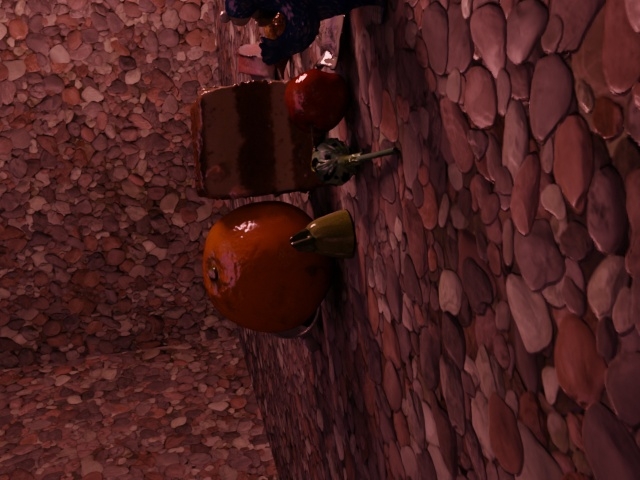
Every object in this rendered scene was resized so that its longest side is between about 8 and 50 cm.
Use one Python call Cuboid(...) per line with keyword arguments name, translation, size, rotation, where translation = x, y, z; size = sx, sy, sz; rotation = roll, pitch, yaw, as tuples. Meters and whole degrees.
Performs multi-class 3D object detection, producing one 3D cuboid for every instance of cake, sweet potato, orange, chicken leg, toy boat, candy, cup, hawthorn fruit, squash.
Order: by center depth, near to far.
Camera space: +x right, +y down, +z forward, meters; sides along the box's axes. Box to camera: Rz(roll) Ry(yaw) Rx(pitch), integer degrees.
Cuboid(name="candy", translation=(0.061, -0.149, 1.266), size=(0.091, 0.083, 0.305), rotation=(55, 164, -12))
Cuboid(name="hawthorn fruit", translation=(-0.010, -0.261, 1.360), size=(0.125, 0.140, 0.125), rotation=(25, 142, 21))
Cuboid(name="squash", translation=(-0.005, -0.006, 1.469), size=(0.105, 0.132, 0.105), rotation=(173, 90, -75))
Cuboid(name="orange", translation=(-0.120, 0.059, 1.645), size=(0.312, 0.312, 0.312), rotation=(173, 90, -77))
Cuboid(name="cake", translation=(-0.150, -0.231, 1.662), size=(0.255, 0.290, 0.282), rotation=(-178, 85, -76))
Cuboid(name="chicken leg", translation=(-0.101, -0.541, 1.739), size=(0.251, 0.087, 0.107), rotation=(-105, 6, -52))
Cuboid(name="sweet potato", translation=(-0.101, -0.469, 1.853), size=(0.049, 0.049, 0.117), rotation=(-114, 15, -54))
Cuboid(name="cup", translation=(-0.096, 0.195, 1.914), size=(0.202, 0.166, 0.221), rotation=(168, 97, -80))
Cuboid(name="toy boat", translation=(-0.168, -0.429, 2.125), size=(0.206, 0.096, 0.282), rotation=(41, 147, 51))

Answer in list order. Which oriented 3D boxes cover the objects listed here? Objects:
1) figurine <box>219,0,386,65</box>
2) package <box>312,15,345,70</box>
Cuboid(name="figurine", translation=(-0.026, -0.383, 1.111), size=(0.164, 0.262, 0.121), rotation=(56, 161, 34))
Cuboid(name="package", translation=(0.018, -0.435, 1.372), size=(0.166, 0.040, 0.232), rotation=(-162, 74, -73))
